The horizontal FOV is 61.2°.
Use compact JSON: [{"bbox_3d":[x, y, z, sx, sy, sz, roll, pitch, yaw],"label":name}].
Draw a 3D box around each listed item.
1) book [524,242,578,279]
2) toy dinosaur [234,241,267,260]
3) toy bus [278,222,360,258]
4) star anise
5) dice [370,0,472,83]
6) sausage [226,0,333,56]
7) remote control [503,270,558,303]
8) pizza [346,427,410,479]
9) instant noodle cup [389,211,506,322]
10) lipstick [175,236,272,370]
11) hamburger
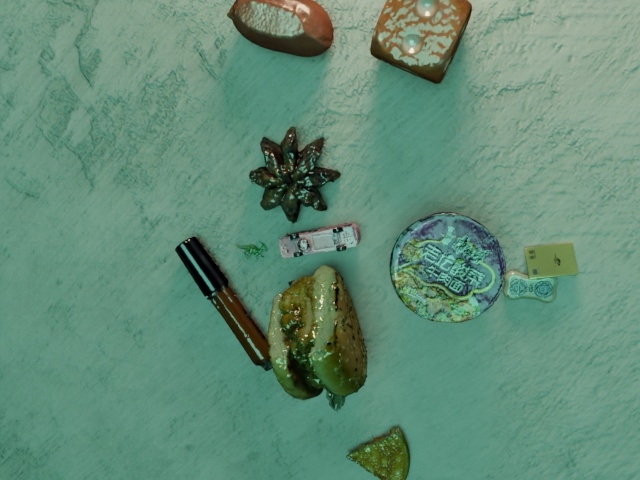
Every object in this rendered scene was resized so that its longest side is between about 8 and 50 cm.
[{"bbox_3d":[0.547,0.049,1.283,0.110,0.014,0.077,-7,78,11],"label":"book"},{"bbox_3d":[-0.185,0.020,1.453,0.062,0.021,0.083,-44,93,10],"label":"toy dinosaur"},{"bbox_3d":[0.000,0.000,1.371,0.203,0.090,0.063,-9,99,14],"label":"toy bus"},{"bbox_3d":[-0.078,-0.160,1.352,0.223,0.109,0.236,-21,98,20],"label":"star anise"},{"bbox_3d":[0.222,-0.457,1.186,0.174,0.174,0.179,28,107,7],"label":"dice"},{"bbox_3d":[-0.094,-0.514,1.268,0.254,0.148,0.148,17,104,11],"label":"sausage"},{"bbox_3d":[0.508,0.113,1.310,0.122,0.032,0.074,3,102,13],"label":"remote control"},{"bbox_3d":[0.161,0.605,1.486,0.176,0.036,0.185,-10,101,16],"label":"pizza"},{"bbox_3d":[0.293,0.044,1.262,0.251,0.190,0.251,3,103,12],"label":"instant noodle cup"},{"bbox_3d":[-0.251,0.176,1.471,0.077,0.077,0.418,-33,94,17],"label":"lipstick"},{"bbox_3d":[0.000,0.244,1.322,0.195,0.318,0.277,-17,129,13],"label":"hamburger"}]
